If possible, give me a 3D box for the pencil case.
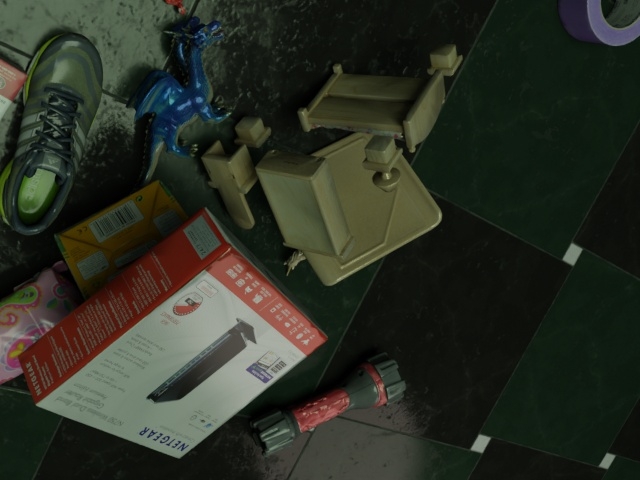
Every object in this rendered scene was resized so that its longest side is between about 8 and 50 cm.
[{"bbox_3d":[-0.480,0.150,1.072,0.284,0.124,0.124,-34,122,-13],"label":"pencil case"}]

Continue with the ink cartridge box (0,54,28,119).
[{"bbox_3d":[-0.492,-0.183,0.952,0.127,0.072,0.175,31,93,-34],"label":"ink cartridge box"}]

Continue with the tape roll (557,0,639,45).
[{"bbox_3d":[0.554,-0.472,1.377,0.188,0.080,0.189,-10,114,-23],"label":"tape roll"}]

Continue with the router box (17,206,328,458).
[{"bbox_3d":[-0.180,0.147,0.998,0.301,0.082,0.335,-39,146,0],"label":"router box"}]

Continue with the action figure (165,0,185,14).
[{"bbox_3d":[-0.221,-0.383,1.041,0.038,0.030,0.115,-32,123,-19],"label":"action figure"}]

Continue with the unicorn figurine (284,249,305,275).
[{"bbox_3d":[0.000,0.000,1.270,0.060,0.161,0.111,43,58,-39],"label":"unicorn figurine"}]

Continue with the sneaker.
[{"bbox_3d":[-0.369,-0.139,1.005,0.111,0.121,0.300,11,104,-31],"label":"sneaker"}]

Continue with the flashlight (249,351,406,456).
[{"bbox_3d":[0.016,0.321,1.404,0.303,0.103,0.103,-21,119,-20],"label":"flashlight"}]

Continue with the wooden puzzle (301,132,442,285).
[{"bbox_3d":[0.054,-0.064,1.235,0.238,0.221,0.044,-29,164,-12],"label":"wooden puzzle"}]

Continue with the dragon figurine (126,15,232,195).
[{"bbox_3d":[-0.233,-0.199,1.072,0.289,0.085,0.144,-46,122,1],"label":"dragon figurine"}]

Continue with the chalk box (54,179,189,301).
[{"bbox_3d":[-0.245,0.090,1.102,0.180,0.179,0.289,-30,144,-14],"label":"chalk box"}]

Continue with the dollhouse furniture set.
[{"bbox_3d":[0.037,-0.162,1.190,0.356,0.303,0.174,-55,143,-33],"label":"dollhouse furniture set"}]
